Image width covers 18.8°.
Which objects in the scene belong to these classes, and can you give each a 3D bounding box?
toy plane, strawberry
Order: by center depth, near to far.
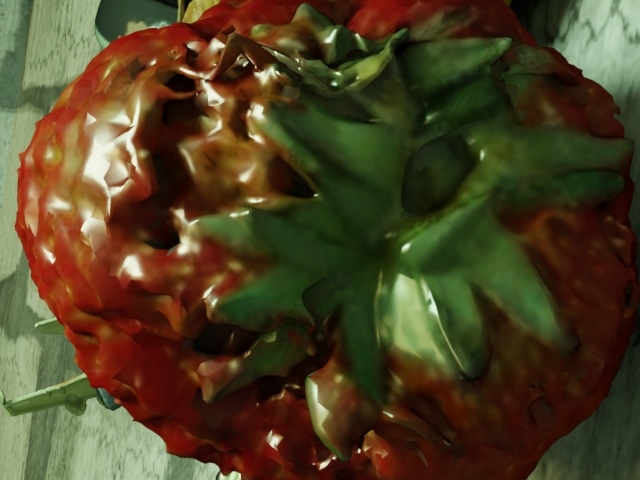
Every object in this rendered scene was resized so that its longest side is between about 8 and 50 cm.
[{"bbox_3d":[0.000,0.000,1.008,0.351,0.312,0.267,120,172,-83],"label":"strawberry"},{"bbox_3d":[-0.151,0.100,1.654,0.104,0.242,0.256,55,175,38],"label":"toy plane"}]

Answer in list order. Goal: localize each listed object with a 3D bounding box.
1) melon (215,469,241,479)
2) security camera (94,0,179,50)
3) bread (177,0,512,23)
[{"bbox_3d":[0.032,0.136,1.200,0.202,0.093,0.139,-51,51,3],"label":"melon"},{"bbox_3d":[-0.081,-0.058,1.454,0.191,0.197,0.277,-102,19,-65],"label":"security camera"},{"bbox_3d":[0.024,-0.239,1.172,0.337,0.204,0.358,-118,36,-58],"label":"bread"}]
